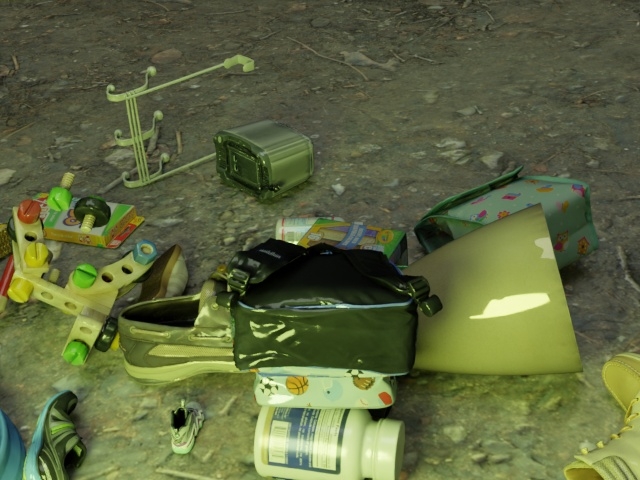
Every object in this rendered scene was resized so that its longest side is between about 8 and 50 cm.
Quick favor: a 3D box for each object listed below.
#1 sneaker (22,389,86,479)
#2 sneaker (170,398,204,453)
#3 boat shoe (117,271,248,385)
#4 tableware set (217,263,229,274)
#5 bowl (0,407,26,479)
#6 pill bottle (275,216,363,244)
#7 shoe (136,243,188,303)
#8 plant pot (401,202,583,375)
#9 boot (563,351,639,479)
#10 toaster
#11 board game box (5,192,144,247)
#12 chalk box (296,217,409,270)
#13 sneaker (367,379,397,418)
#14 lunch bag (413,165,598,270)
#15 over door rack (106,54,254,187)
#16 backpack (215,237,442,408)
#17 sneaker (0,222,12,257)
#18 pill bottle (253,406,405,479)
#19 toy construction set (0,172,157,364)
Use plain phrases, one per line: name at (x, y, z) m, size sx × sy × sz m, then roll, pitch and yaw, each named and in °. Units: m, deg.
sneaker at (-0.371, 0.290, 1.269) m, size 0.078 × 0.067 × 0.188 m, roll 13°, pitch 28°, yaw -12°
sneaker at (-0.194, 0.251, 1.288) m, size 0.038 × 0.069 × 0.098 m, roll -2°, pitch 32°, yaw 4°
boat shoe at (-0.151, 0.126, 1.380) m, size 0.355 × 0.130 × 0.132 m, roll -15°, pitch 31°, yaw 3°
tableware set at (-0.159, 0.091, 1.587) m, size 0.103 × 0.024 × 0.154 m, roll -12°, pitch 34°, yaw -6°
bowl at (-0.605, 0.329, 1.209) m, size 0.390 × 0.077 × 0.391 m, roll -3°, pitch 32°, yaw 2°
pill bottle at (0.000, 0.000, 1.647) m, size 0.160 × 0.087 × 0.087 m, roll -1°, pitch 32°, yaw 5°
shoe at (-0.278, 0.080, 1.594) m, size 0.076 × 0.058 × 0.219 m, roll -32°, pitch 22°, yaw 18°
plant pot at (0.230, 0.101, 1.347) m, size 0.273 × 0.257 × 0.256 m, roll -14°, pitch 30°, yaw 13°
boot at (0.404, 0.262, 1.181) m, size 0.203 × 0.095 × 0.262 m, roll -15°, pitch 38°, yaw -15°
toaster at (-0.114, -0.177, 1.906) m, size 0.146 × 0.129 × 0.227 m, roll -26°, pitch 37°, yaw -34°
board game box at (-0.502, -0.042, 1.829) m, size 0.259 × 0.039 × 0.124 m, roll 10°, pitch 35°, yaw 17°
chalk box at (0.071, 0.061, 1.500) m, size 0.213 × 0.133 × 0.132 m, roll 10°, pitch 34°, yaw 24°
sneaker at (0.069, 0.189, 1.362) m, size 0.118 × 0.083 × 0.222 m, roll 13°, pitch 39°, yaw 9°
lunch bag at (0.322, -0.028, 1.593) m, size 0.223 × 0.160 × 0.262 m, roll -24°, pitch 24°, yaw -23°
over door rack at (-0.304, -0.270, 1.977) m, size 0.324 × 0.240 × 0.108 m, roll -18°, pitch 40°, yaw -20°
backpack at (0.010, 0.105, 1.211) m, size 0.276 × 0.213 × 0.263 m, roll 5°, pitch 19°, yaw 0°
sneaker at (-0.677, 0.020, 1.728) m, size 0.083 × 0.070 × 0.185 m, roll 9°, pitch 28°, yaw 36°
pill bottle at (0.014, 0.272, 1.190) m, size 0.186 × 0.112 × 0.112 m, roll 5°, pitch 33°, yaw 14°
toy construction set at (-0.442, 0.091, 1.467) m, size 0.308 × 0.257 × 0.237 m, roll -21°, pitch 46°, yaw 35°
